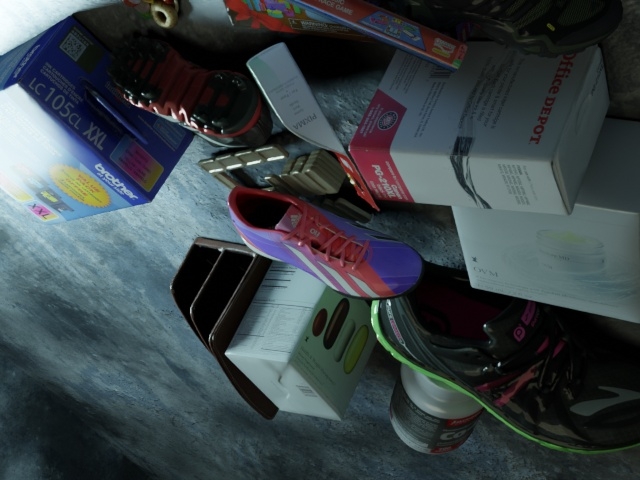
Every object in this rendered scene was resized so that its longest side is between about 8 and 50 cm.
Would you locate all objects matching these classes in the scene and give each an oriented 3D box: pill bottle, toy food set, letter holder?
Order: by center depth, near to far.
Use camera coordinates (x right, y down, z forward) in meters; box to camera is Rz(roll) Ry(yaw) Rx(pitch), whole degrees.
[{"bbox_3d":[-0.222,-0.315,1.266,0.083,0.020,0.083,22,152,10],"label":"toy food set"},{"bbox_3d":[0.212,0.252,1.689,0.161,0.161,0.283,22,152,10],"label":"pill bottle"},{"bbox_3d":[-0.160,0.175,1.819,0.152,0.214,0.301,9,147,29],"label":"letter holder"}]

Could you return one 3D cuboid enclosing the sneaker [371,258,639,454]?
[{"bbox_3d":[0.303,0.171,1.460,0.483,0.185,0.202,21,153,7],"label":"sneaker"}]

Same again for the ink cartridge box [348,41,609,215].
[{"bbox_3d":[0.178,-0.129,1.076,0.237,0.172,0.100,7,147,32],"label":"ink cartridge box"}]

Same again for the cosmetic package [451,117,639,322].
[{"bbox_3d":[0.291,-0.033,1.179,0.224,0.138,0.224,11,147,26],"label":"cosmetic package"}]

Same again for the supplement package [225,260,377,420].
[{"bbox_3d":[-0.023,0.173,1.713,0.149,0.203,0.194,2,143,37],"label":"supplement package"}]

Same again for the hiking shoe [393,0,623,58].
[{"bbox_3d":[0.183,-0.244,0.912,0.227,0.086,0.114,9,146,-5],"label":"hiking shoe"}]

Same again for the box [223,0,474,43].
[{"bbox_3d":[0.009,-0.307,1.044,0.293,0.057,0.201,12,147,25],"label":"box"}]

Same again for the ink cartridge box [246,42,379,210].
[{"bbox_3d":[-0.015,-0.131,1.190,0.224,0.056,0.181,62,180,-11],"label":"ink cartridge box"}]

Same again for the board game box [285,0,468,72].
[{"bbox_3d":[0.012,-0.236,0.980,0.281,0.027,0.145,24,-169,2],"label":"board game box"}]

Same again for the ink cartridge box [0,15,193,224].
[{"bbox_3d":[-0.389,-0.176,1.510,0.396,0.151,0.270,-10,134,46],"label":"ink cartridge box"}]

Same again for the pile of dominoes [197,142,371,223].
[{"bbox_3d":[-0.050,-0.090,1.498,0.196,0.040,0.251,38,158,-28],"label":"pile of dominoes"}]

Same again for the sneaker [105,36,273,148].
[{"bbox_3d":[-0.175,-0.195,1.336,0.276,0.097,0.135,26,175,30],"label":"sneaker"}]

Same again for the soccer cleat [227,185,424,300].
[{"bbox_3d":[0.000,0.000,1.442,0.318,0.108,0.116,21,163,27],"label":"soccer cleat"}]
